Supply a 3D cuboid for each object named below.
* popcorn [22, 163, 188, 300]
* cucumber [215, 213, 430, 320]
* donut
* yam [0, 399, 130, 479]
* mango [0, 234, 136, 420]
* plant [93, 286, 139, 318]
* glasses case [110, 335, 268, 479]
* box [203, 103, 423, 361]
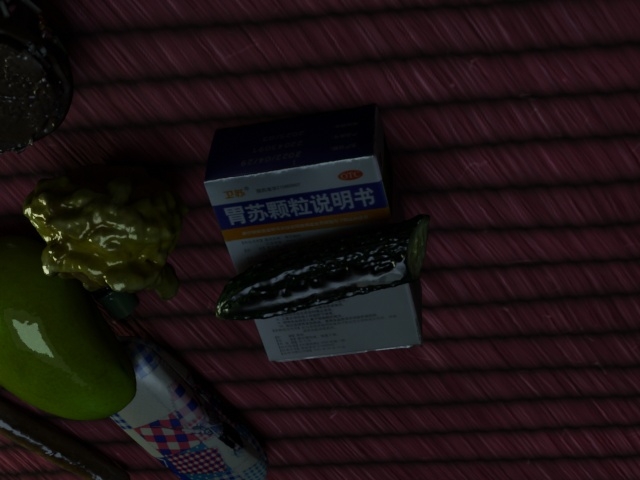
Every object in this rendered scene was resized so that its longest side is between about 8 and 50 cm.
[{"bbox_3d":[-0.250,-0.010,1.452,0.197,0.197,0.155,13,101,-6],"label":"popcorn"},{"bbox_3d":[0.003,0.036,1.399,0.265,0.077,0.077,-14,128,18],"label":"cucumber"},{"bbox_3d":[-0.394,-0.185,1.328,0.270,0.103,0.269,-2,150,-1],"label":"donut"},{"bbox_3d":[-0.394,0.299,1.817,0.264,0.046,0.046,35,125,-21],"label":"yam"},{"bbox_3d":[-0.359,0.119,1.575,0.185,0.149,0.273,-13,116,35],"label":"mango"},{"bbox_3d":[-0.277,0.052,1.595,0.051,0.051,0.102,-25,116,24],"label":"plant"},{"bbox_3d":[-0.201,0.252,1.738,0.125,0.076,0.327,-25,123,26],"label":"glasses case"},{"bbox_3d":[0.000,0.000,1.486,0.200,0.106,0.299,-8,128,11],"label":"box"}]
